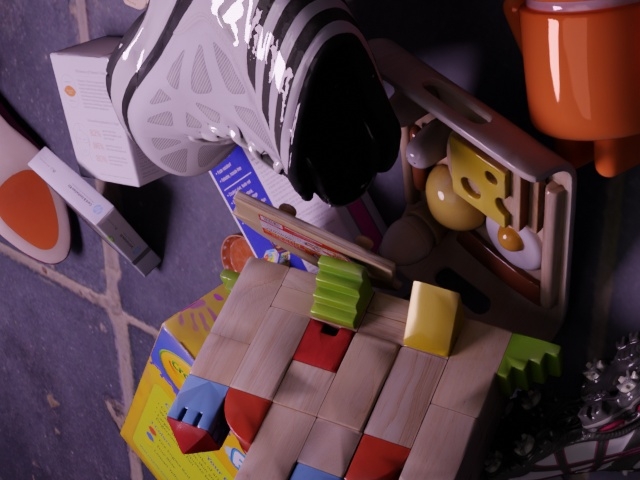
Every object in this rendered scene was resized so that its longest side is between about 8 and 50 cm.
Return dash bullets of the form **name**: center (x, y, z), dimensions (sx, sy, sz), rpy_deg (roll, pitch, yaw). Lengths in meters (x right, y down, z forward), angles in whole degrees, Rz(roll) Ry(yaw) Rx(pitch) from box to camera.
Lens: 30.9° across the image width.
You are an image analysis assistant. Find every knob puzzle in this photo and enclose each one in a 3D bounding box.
- **knob puzzle**: center (0.000, 0.000, 1.203), dimensions (0.213, 0.030, 0.213), rpy_deg (25, 171, 4)

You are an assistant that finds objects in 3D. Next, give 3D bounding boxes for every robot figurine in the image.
- **robot figurine**: center (0.228, -0.166, 0.957), dimensions (0.128, 0.158, 0.219), rpy_deg (-9, 111, 2)

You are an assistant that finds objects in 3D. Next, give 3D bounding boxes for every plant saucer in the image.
- **plant saucer**: center (-0.095, 0.030, 1.489), dimensions (0.084, 0.013, 0.083), rpy_deg (23, 126, 36)

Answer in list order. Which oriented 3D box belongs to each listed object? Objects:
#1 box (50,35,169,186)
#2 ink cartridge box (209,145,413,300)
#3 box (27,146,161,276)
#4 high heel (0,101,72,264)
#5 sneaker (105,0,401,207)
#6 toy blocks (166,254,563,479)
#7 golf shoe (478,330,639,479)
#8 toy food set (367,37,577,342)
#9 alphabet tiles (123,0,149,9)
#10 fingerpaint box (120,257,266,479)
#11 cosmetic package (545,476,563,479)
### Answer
- **box**: center (-0.256, -0.168, 1.485), dimensions (0.130, 0.091, 0.170), rpy_deg (12, 120, 43)
- **ink cartridge box**: center (-0.042, -0.067, 1.341), dimensions (0.176, 0.069, 0.370), rpy_deg (-29, 92, 51)
- **box**: center (-0.303, -0.036, 1.574), dimensions (0.145, 0.038, 0.186), rpy_deg (39, 169, 24)
- **high heel**: center (-0.495, -0.132, 1.777), dimensions (0.377, 0.127, 0.181), rpy_deg (63, 169, -8)
- **sneaker**: center (-0.071, -0.109, 1.093), dimensions (0.257, 0.169, 0.447), rpy_deg (62, 158, 15)
- **toy blocks**: center (0.011, 0.180, 1.131), dimensions (0.382, 0.260, 0.190), rpy_deg (16, 153, 23)
- **golf shoe**: center (0.253, 0.197, 1.130), dimensions (0.120, 0.105, 0.273), rpy_deg (39, 134, -18)
- **toy food set**: center (0.125, -0.026, 1.096), dimensions (0.220, 0.092, 0.306), rpy_deg (40, 159, 31)
- **alphabet tiles**: center (-0.179, -0.388, 1.336), dimensions (0.284, 0.021, 0.277), rpy_deg (27, 128, 34)
- **fingerpaint box**: center (-0.025, 0.298, 1.405), dimensions (0.445, 0.163, 0.371), rpy_deg (48, 149, 12)
- **cosmetic package**: center (0.231, 0.306, 1.269), dimensions (0.099, 0.060, 0.239), rpy_deg (-36, 84, 48)
